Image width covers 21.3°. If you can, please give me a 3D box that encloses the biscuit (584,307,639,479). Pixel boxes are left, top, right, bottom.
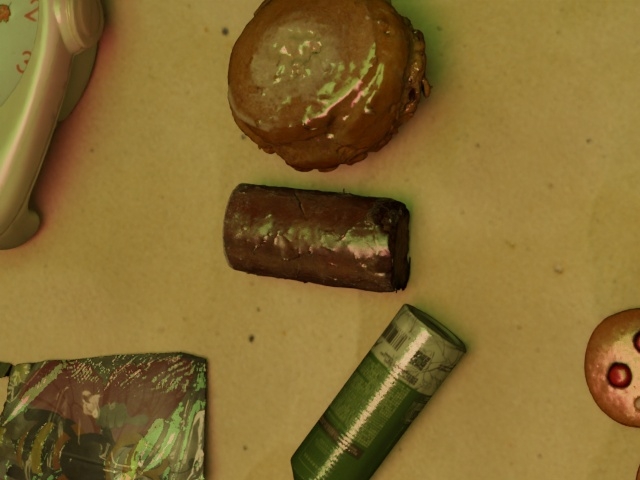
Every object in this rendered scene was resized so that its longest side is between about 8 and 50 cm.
[{"bbox_3d":[0.300,0.141,1.248,0.250,0.036,0.165,39,98,16],"label":"biscuit"}]

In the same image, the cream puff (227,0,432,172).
[{"bbox_3d":[0.008,-0.125,1.311,0.165,0.115,0.150,3,81,27],"label":"cream puff"}]

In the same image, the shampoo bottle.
[{"bbox_3d":[0.031,0.148,1.317,0.065,0.065,0.204,38,99,15],"label":"shampoo bottle"}]

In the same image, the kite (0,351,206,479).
[{"bbox_3d":[-0.262,0.163,1.418,0.360,0.022,0.204,12,79,18],"label":"kite"}]

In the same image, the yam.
[{"bbox_3d":[0.000,-0.002,1.330,0.141,0.079,0.079,6,89,19],"label":"yam"}]

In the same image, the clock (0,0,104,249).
[{"bbox_3d":[-0.306,-0.172,1.416,0.265,0.108,0.324,28,95,18],"label":"clock"}]
